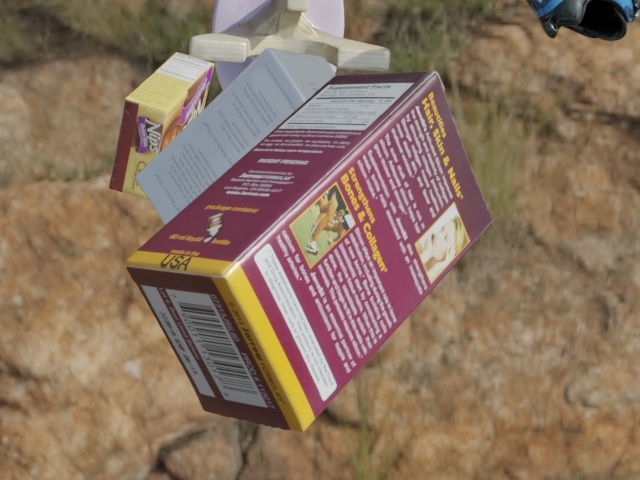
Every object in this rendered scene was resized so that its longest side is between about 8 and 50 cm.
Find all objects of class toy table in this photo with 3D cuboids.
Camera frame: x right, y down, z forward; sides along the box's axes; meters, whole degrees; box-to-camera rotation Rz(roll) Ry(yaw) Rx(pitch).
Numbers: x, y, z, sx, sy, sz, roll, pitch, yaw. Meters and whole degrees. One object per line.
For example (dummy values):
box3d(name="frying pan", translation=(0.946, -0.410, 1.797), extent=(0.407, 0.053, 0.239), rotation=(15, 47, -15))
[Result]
box3d(name="toy table", translation=(-0.049, -0.259, 1.874), extent=(0.252, 0.274, 0.161), rotation=(-9, 20, -7))

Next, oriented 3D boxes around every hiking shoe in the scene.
box3d(name="hiking shoe", translation=(0.348, -0.298, 1.762), extent=(0.304, 0.113, 0.132), rotation=(-7, 75, -37))

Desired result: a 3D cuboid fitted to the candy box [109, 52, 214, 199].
box3d(name="candy box", translation=(-0.177, -0.131, 1.626), extent=(0.053, 0.109, 0.186), rotation=(18, 25, 6))

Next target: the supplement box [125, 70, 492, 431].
box3d(name="supplement box", translation=(0.000, 0.000, 0.785), extent=(0.081, 0.104, 0.188), rotation=(5, 39, 44))

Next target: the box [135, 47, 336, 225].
box3d(name="box", translation=(-0.043, -0.052, 1.187), extent=(0.170, 0.091, 0.130), rotation=(-41, 72, 26))
